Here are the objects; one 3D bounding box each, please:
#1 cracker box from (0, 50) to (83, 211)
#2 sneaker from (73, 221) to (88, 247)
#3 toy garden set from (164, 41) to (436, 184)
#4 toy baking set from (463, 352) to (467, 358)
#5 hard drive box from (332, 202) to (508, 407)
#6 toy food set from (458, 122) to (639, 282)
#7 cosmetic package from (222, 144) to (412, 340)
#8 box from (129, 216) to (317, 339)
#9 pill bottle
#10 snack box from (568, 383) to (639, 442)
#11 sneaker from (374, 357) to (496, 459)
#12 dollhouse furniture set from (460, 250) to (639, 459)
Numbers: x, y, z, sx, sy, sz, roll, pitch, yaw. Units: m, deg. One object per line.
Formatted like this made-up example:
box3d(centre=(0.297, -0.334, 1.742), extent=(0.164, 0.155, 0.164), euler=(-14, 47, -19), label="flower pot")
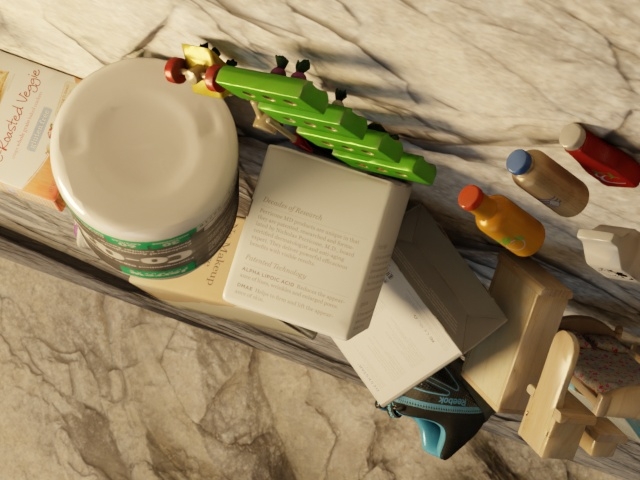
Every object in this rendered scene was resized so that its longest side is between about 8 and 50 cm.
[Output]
box3d(centre=(-0.399, -0.149, 1.796), extent=(0.232, 0.155, 0.067), euler=(19, 168, 4), label="cracker box")
box3d(centre=(-0.301, -0.024, 2.381), extent=(0.152, 0.114, 0.305), euler=(9, 174, 13), label="sneaker")
box3d(centre=(-0.020, -0.136, 1.486), extent=(0.204, 0.049, 0.244), euler=(15, 172, 38), label="toy garden set")
box3d(centre=(0.187, 0.149, 2.183), extent=(0.256, 0.030, 0.197), euler=(39, 172, -31), label="toy baking set")
box3d(centre=(0.101, 0.086, 1.837), extent=(0.181, 0.089, 0.232), euler=(54, 148, 5), label="hard drive box")
box3d(centre=(0.245, -0.037, 1.321), extent=(0.104, 0.111, 0.232), euler=(30, 168, -40), label="toy food set")
box3d(centre=(0.000, 0.000, 1.660), extent=(0.152, 0.183, 0.151), euler=(18, -176, 10), label="cosmetic package")
box3d(centre=(-0.132, 0.045, 2.269), extent=(0.311, 0.148, 0.121), euler=(9, 163, 39), label="box")
box3d(centre=(-0.196, -0.066, 1.715), extent=(0.204, 0.204, 0.361), euler=(20, 169, 1), label="pill bottle")
box3d(centre=(0.336, 0.183, 2.166), extent=(0.322, 0.060, 0.187), euler=(28, 173, 27), label="snack box")
box3d(centre=(0.122, 0.176, 2.091), extent=(0.341, 0.139, 0.125), euler=(46, 165, -22), label="sneaker")
box3d(centre=(0.382, 0.139, 1.850), extent=(0.356, 0.173, 0.303), euler=(7, -160, -25), label="dollhouse furniture set")
